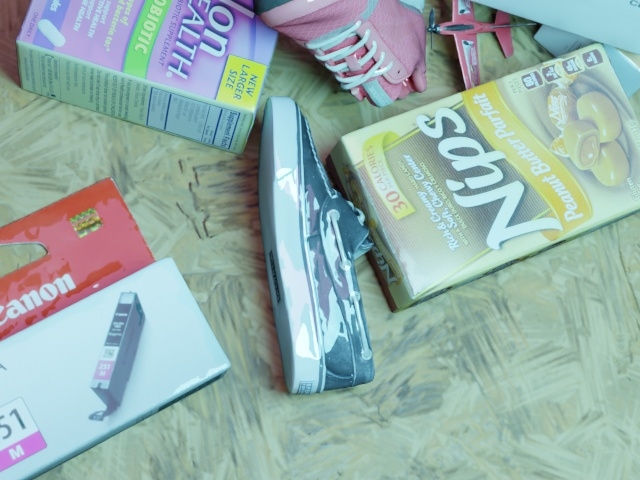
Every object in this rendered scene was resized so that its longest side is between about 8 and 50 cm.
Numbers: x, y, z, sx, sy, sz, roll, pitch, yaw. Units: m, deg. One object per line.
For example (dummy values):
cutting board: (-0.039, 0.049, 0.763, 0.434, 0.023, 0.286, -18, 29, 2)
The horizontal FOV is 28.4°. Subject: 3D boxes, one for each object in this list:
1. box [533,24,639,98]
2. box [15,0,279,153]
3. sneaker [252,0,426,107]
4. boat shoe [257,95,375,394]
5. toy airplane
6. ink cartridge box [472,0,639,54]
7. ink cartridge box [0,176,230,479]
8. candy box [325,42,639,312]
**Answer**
box: (0.349, -0.260, 1.420, 0.130, 0.091, 0.170, 41, 71, 3)
box: (-0.162, -0.235, 1.300, 0.243, 0.117, 0.213, 17, 71, -6)
sneaker: (0.044, -0.202, 1.256, 0.116, 0.314, 0.136, -17, 87, 25)
boat shoe: (0.000, 0.000, 1.265, 0.102, 0.108, 0.301, -5, 77, -12)
toy airplane: (0.173, -0.235, 1.383, 0.151, 0.028, 0.151, 0, 90, -35)
ink cartridge box: (0.288, -0.379, 1.336, 0.226, 0.131, 0.306, 18, 68, 3)
ink cartridge box: (-0.262, 0.086, 1.213, 0.275, 0.060, 0.239, -27, 81, -17)
candy box: (0.187, -0.068, 1.329, 0.316, 0.087, 0.183, -21, 81, -17)
